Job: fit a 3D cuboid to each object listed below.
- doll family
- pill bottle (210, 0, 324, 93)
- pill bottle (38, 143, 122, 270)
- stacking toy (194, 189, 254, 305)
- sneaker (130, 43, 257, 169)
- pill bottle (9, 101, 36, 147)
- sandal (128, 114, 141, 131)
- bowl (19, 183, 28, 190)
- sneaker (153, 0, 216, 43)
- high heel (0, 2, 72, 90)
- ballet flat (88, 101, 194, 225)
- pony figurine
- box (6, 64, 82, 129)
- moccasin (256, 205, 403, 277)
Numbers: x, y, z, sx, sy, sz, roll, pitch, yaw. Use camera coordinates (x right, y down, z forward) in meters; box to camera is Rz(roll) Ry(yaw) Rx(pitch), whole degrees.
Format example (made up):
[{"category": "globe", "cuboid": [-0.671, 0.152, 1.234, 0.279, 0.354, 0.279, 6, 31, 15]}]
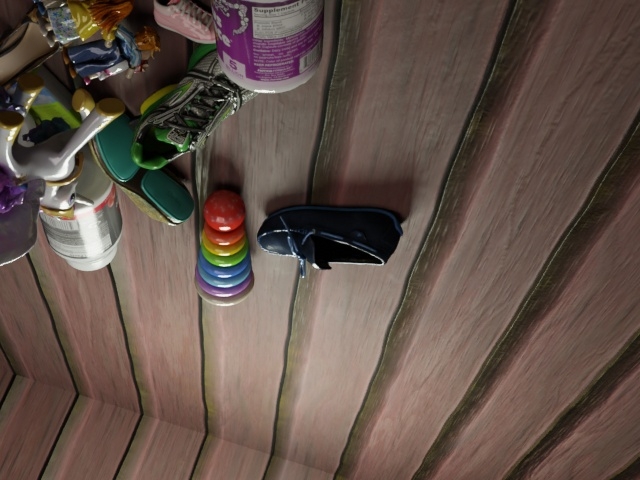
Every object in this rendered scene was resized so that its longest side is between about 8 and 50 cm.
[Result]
[{"category": "doll family", "cuboid": [-0.359, -0.341, 1.604, 0.163, 0.118, 0.263, -18, 142, 5]}, {"category": "pill bottle", "cuboid": [-0.077, -0.366, 1.381, 0.169, 0.169, 0.301, 14, 150, 8]}, {"category": "pill bottle", "cuboid": [-0.534, -0.062, 2.137, 0.176, 0.176, 0.318, 16, 150, 4]}, {"category": "stacking toy", "cuboid": [-0.217, 0.008, 2.132, 0.141, 0.141, 0.330, 15, 146, 6]}, {"category": "sneaker", "cuboid": [-0.206, -0.229, 1.678, 0.134, 0.146, 0.343, 34, 132, -25]}, {"category": "pill bottle", "cuboid": [-0.687, -0.230, 1.964, 0.221, 0.121, 0.121, 13, 154, 42]}, {"category": "sandal", "cuboid": [-0.301, -0.240, 1.849, 0.179, 0.040, 0.067, -5, 143, 41]}, {"category": "bowl", "cuboid": [-0.803, -0.156, 2.059, 0.391, 0.077, 0.391, 12, -178, 0]}, {"category": "sneaker", "cuboid": [-0.213, -0.368, 1.571, 0.134, 0.051, 0.070, 19, 156, 9]}, {"category": "high heel", "cuboid": [-0.525, -0.318, 1.692, 0.261, 0.186, 0.093, -10, 136, 40]}, {"category": "ballet flat", "cuboid": [-0.393, -0.152, 1.982, 0.123, 0.123, 0.348, -2, 144, 32]}, {"category": "pony figurine", "cuboid": [-0.550, -0.129, 1.752, 0.351, 0.303, 0.363, -14, 151, -34]}, {"category": "box", "cuboid": [-0.554, -0.286, 1.909, 0.109, 0.042, 0.178, -3, 144, 32]}, {"category": "moccasin", "cuboid": [0.000, 0.000, 1.998, 0.342, 0.117, 0.138, -6, 142, 36]}]
